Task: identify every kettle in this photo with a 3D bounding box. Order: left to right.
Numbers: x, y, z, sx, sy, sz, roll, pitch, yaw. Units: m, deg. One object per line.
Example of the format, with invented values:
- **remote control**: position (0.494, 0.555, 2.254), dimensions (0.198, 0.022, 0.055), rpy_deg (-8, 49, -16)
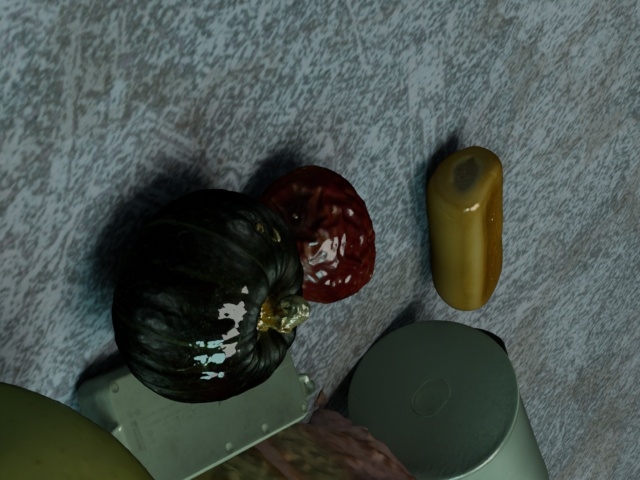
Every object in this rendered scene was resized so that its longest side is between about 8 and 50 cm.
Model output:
- **kettle**: position (0.127, 0.256, 2.161), dimensions (0.265, 0.205, 0.318), rpy_deg (-19, 152, 1)

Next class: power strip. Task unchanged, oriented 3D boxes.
- **power strip**: position (-0.110, 0.146, 1.684), dimensions (0.046, 0.118, 0.270), rpy_deg (-16, -176, 41)

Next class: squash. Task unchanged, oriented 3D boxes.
- **squash**: position (-0.091, 0.050, 1.546), dimensions (0.193, 0.156, 0.193), rpy_deg (-60, 180, -1)

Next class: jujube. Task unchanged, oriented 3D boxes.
- **jujube**: position (0.000, 0.000, 1.696), dimensions (0.112, 0.109, 0.176), rpy_deg (-49, 159, -2)

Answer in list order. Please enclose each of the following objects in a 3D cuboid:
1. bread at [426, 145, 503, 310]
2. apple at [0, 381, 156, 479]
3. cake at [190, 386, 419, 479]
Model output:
- **bread**: position (0.155, -0.009, 2.002), dimensions (0.239, 0.074, 0.092), rpy_deg (82, 32, -58)
- **apple**: position (-0.249, 0.241, 1.377), dimensions (0.279, 0.279, 0.279), rpy_deg (-41, 152, -28)
- **cake**: position (-0.044, 0.363, 1.856), dimensions (0.307, 0.293, 0.314), rpy_deg (2, 126, -58)
